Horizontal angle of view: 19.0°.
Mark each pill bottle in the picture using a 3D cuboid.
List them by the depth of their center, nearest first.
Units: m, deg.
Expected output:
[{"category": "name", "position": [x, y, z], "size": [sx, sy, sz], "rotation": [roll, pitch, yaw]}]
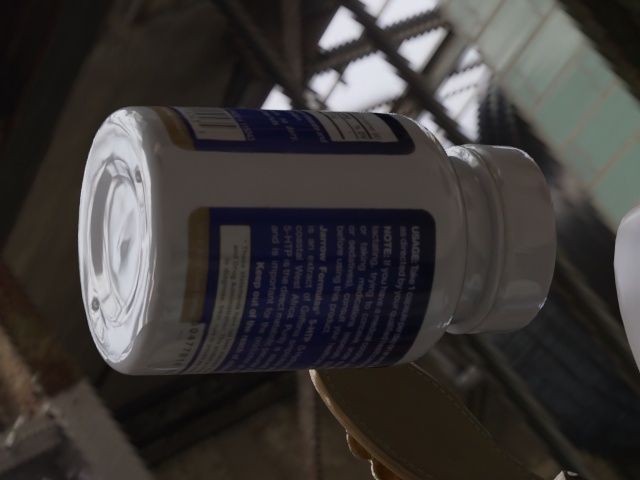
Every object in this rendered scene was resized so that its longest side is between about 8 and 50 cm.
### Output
[{"category": "pill bottle", "position": [0.000, 0.000, 0.814], "size": [0.186, 0.112, 0.112], "rotation": [0, -122, -23]}]

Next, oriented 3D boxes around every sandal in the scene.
[{"category": "sandal", "position": [0.077, 0.151, 1.132], "size": [0.240, 0.079, 0.088], "rotation": [31, -143, -8]}]

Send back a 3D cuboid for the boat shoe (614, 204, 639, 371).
[{"category": "boat shoe", "position": [0.263, 0.058, 0.776], "size": [0.158, 0.127, 0.340], "rotation": [-12, -155, -18]}]
